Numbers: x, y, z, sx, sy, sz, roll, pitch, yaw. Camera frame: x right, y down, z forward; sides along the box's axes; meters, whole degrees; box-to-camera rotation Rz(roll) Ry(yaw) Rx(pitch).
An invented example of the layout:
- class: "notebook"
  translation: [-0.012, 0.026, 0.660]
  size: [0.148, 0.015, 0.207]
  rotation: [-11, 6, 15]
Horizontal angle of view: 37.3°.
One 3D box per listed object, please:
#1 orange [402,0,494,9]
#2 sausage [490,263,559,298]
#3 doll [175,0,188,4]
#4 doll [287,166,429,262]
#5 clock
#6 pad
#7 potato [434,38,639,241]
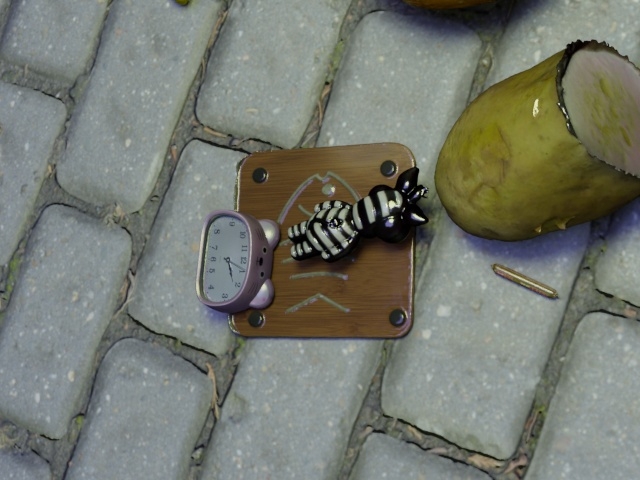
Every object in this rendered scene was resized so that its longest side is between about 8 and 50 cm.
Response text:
- class: "orange"
  translation: [0.168, -0.468, 1.222]
  size: [0.341, 0.293, 0.340]
  rotation: [8, 111, 22]
- class: "sausage"
  translation: [0.270, 0.053, 1.256]
  size: [0.100, 0.015, 0.015]
  rotation: [26, 91, 24]
- class: "doll"
  translation: [-0.210, -0.449, 1.527]
  size: [0.113, 0.071, 0.135]
  rotation: [-4, 74, 14]
- class: "doll"
  translation: [0.055, -0.026, 1.318]
  size: [0.219, 0.067, 0.091]
  rotation: [-21, 63, 22]
- class: "clock"
  translation: [-0.122, 0.029, 1.385]
  size: [0.110, 0.050, 0.152]
  rotation: [2, 81, 22]
- class: "pad"
  translation: [0.000, 0.000, 1.381]
  size: [0.287, 0.018, 0.284]
  rotation: [-2, 79, 21]
- class: "potato"
  translation: [0.268, -0.106, 1.201]
  size: [0.266, 0.229, 0.229]
  rotation: [-28, 69, 42]
